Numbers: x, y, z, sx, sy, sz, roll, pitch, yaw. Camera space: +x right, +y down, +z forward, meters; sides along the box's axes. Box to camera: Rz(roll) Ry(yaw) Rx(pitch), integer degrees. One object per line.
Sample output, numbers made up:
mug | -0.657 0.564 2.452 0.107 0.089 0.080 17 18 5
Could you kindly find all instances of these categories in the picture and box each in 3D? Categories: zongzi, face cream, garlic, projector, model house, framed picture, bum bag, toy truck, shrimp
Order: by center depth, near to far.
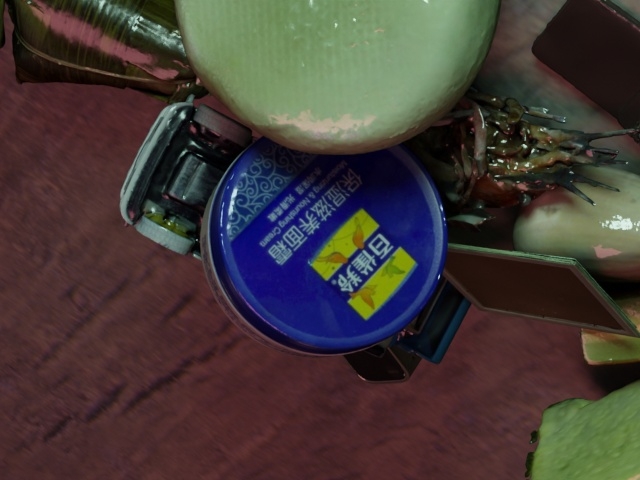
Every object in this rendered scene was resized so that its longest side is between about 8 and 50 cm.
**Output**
bum bag | 0.257 -0.138 1.375 0.159 0.026 0.109 37 148 1
face cream | 0.000 0.000 1.433 0.206 0.206 0.111 40 164 -4
shrimp | 0.137 -0.087 1.466 0.343 0.116 0.145 9 140 46
garlic | 0.283 -0.001 1.469 0.266 0.148 0.128 13 104 40
framed picture | 0.188 0.041 1.506 0.183 0.011 0.142 8 156 41
model house | 0.387 0.253 1.582 0.266 0.261 0.321 -34 107 28
toy truck | -0.018 -0.005 1.591 0.367 0.146 0.175 28 180 -17
zongzi | -0.208 -0.183 1.694 0.247 0.111 0.241 27 153 4
projector | 0.072 0.101 1.798 0.083 0.082 0.083 -8 127 48

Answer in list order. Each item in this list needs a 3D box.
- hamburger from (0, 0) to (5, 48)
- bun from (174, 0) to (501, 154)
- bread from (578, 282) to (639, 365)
hamburger | -0.394 -0.251 1.638 0.149 0.237 0.237 0 146 -8
bun | 0.023 -0.208 1.357 0.283 0.179 0.283 1 94 18
bread | 0.318 0.070 1.566 0.139 0.084 0.074 -9 101 14
